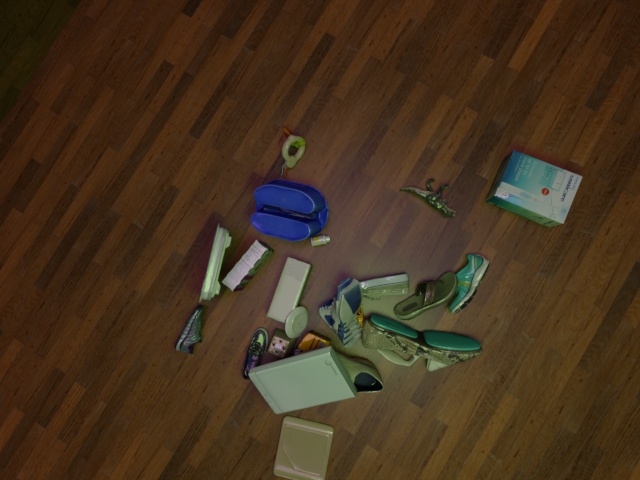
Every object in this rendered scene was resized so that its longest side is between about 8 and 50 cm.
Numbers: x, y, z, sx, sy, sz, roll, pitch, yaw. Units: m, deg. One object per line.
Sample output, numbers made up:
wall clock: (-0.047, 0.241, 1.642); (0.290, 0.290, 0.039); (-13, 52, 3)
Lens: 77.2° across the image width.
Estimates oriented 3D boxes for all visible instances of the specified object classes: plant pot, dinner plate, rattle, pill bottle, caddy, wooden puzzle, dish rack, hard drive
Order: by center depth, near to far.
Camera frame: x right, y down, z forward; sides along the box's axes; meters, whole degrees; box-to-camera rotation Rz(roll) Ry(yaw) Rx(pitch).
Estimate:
hard drive: (-0.069, 0.543, 1.534); (0.353, 0.047, 0.233); (-21, 111, 19)
wooden puzzle: (-0.071, 0.890, 1.705); (0.221, 0.044, 0.238); (11, 81, 6)
dish rack: (-0.446, 0.098, 1.712); (0.072, 0.285, 0.333); (13, 85, -14)
dinner plate: (-0.096, 0.353, 1.716); (0.017, 0.141, 0.141); (16, 85, 39)
plant pot: (-0.172, 0.451, 1.728); (0.109, 0.096, 0.109); (21, 86, 7)
caddy: (-0.138, -0.132, 1.745); (0.341, 0.179, 0.241); (14, 105, 13)
pill bottle: (0.000, 0.000, 1.785); (0.083, 0.043, 0.043); (-11, 83, 4)
rattle: (-0.164, -0.398, 1.830); (0.143, 0.130, 0.199); (30, 114, 18)

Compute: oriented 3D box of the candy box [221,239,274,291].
candy box: (-0.312, 0.110, 1.743); (0.071, 0.159, 0.233); (40, 88, 6)

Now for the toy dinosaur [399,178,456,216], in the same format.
toy dinosaur: (0.494, -0.205, 1.756); (0.268, 0.064, 0.118); (32, 94, 11)

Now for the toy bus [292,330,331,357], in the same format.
toy bus: (-0.082, 0.551, 1.705); (0.130, 0.108, 0.332); (24, 87, 5)

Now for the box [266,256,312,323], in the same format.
box: (-0.132, 0.217, 1.749); (0.113, 0.094, 0.275); (20, 87, 6)

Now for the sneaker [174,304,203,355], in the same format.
sneaker: (-0.558, 0.399, 1.790); (0.098, 0.083, 0.223); (29, 90, -16)

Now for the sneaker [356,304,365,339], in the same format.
sneaker: (0.164, 0.344, 1.724); (0.064, 0.067, 0.175); (-16, 85, 2)

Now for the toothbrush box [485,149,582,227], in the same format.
toothbrush box: (0.891, -0.213, 1.688); (0.295, 0.126, 0.216); (25, 87, 6)

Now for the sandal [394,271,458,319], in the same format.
sandal: (0.441, 0.227, 1.676); (0.303, 0.120, 0.086); (-33, 119, 2)

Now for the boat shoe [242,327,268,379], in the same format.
boat shoe: (-0.290, 0.495, 1.744); (0.080, 0.076, 0.228); (20, 87, 7)

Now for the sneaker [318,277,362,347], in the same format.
sneaker: (0.069, 0.284, 1.661); (0.127, 0.315, 0.182); (-27, 40, -32)

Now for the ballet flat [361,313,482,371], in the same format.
ballet flat: (0.403, 0.443, 1.660); (0.483, 0.164, 0.182); (12, 106, 5)

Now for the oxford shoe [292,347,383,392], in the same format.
oxford shoe: (0.072, 0.527, 1.604); (0.397, 0.146, 0.140); (11, 95, -18)

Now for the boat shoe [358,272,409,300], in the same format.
boat shoe: (0.236, 0.209, 1.713); (0.302, 0.109, 0.094); (-11, 85, 1)

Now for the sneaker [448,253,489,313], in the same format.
sneaker: (0.612, 0.184, 1.700); (0.110, 0.107, 0.275); (27, 82, 26)
